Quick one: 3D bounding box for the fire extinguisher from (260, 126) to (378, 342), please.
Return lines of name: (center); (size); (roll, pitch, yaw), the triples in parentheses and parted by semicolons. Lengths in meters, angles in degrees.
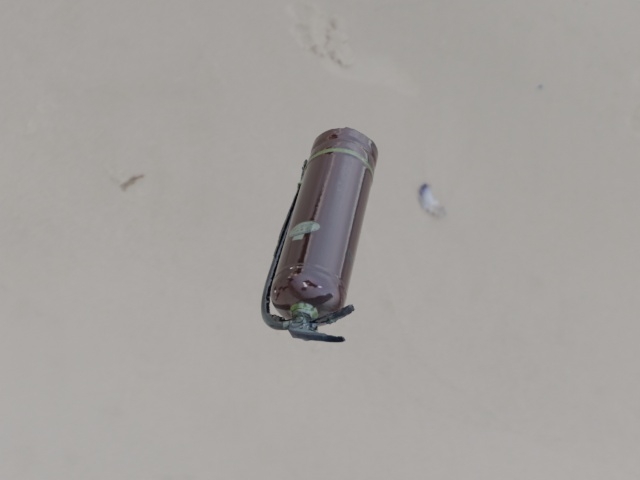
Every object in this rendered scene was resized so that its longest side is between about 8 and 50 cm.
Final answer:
fire extinguisher: (0.000, 0.000, 0.685); (0.043, 0.064, 0.158); (59, 32, -36)
